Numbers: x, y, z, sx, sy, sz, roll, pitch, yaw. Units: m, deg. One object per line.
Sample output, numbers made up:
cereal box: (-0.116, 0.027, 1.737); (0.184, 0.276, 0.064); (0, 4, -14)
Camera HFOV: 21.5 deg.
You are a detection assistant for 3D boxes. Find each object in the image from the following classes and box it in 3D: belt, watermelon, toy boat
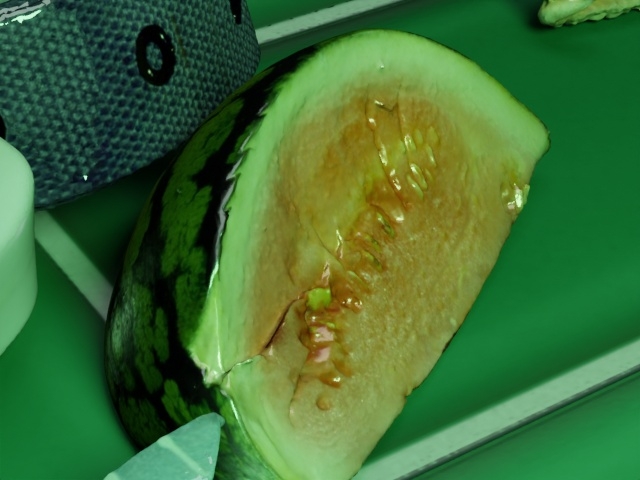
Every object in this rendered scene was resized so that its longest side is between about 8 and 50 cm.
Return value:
belt: (-0.120, -0.111, 0.851); (0.140, 0.126, 0.230); (-3, 26, 26)
watermelon: (-0.007, -0.023, 0.783); (0.159, 0.128, 0.303); (19, 41, 18)
toy boat: (-0.075, 0.115, 0.640); (0.122, 0.034, 0.096); (-40, 57, -10)

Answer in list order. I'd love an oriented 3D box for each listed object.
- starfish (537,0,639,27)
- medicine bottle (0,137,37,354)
starfish: (0.220, -0.288, 1.184); (0.432, 0.082, 0.324); (-26, 50, -29)
medicine bottle: (-0.258, 0.058, 0.669); (0.179, 0.124, 0.324); (20, 42, 14)
